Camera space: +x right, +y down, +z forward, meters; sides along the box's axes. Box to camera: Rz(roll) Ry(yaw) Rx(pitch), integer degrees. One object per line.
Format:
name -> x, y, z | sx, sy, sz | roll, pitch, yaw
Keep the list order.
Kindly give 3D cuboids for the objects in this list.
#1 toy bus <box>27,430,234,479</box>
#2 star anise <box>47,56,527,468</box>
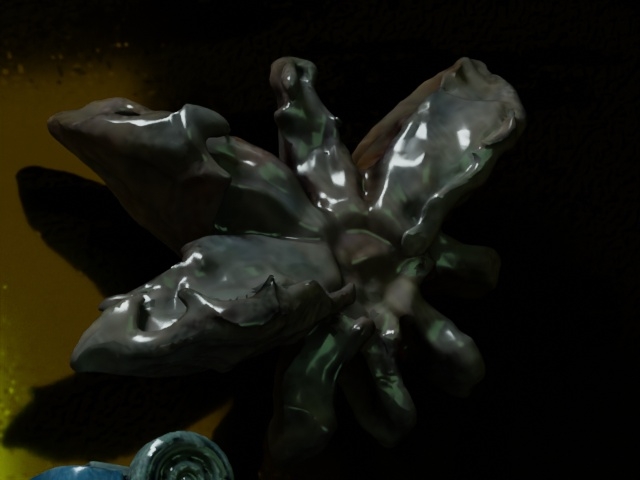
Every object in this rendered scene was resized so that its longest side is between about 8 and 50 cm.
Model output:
toy bus -> -0.012, 0.166, 0.738 | 0.246, 0.113, 0.134 | 13, 70, -21
star anise -> -0.004, 0.001, 0.814 | 0.258, 0.110, 0.198 | -2, 70, -31
